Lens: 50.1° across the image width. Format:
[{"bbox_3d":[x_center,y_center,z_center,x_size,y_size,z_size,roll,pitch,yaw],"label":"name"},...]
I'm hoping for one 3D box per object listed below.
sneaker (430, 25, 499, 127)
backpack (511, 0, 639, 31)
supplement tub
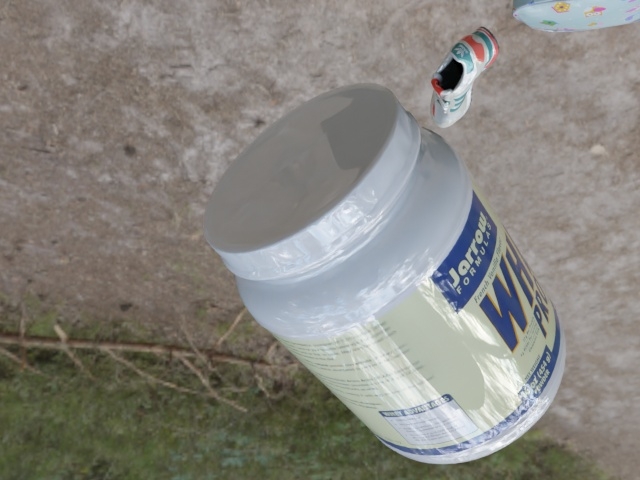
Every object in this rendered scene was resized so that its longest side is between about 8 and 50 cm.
[{"bbox_3d":[0.161,-0.197,0.869,0.075,0.057,0.161,-30,162,-27],"label":"sneaker"},{"bbox_3d":[0.284,-0.297,0.720,0.166,0.144,0.188,0,-168,35],"label":"backpack"},{"bbox_3d":[0.068,0.039,0.655,0.235,0.235,0.325,-23,126,26],"label":"supplement tub"}]
